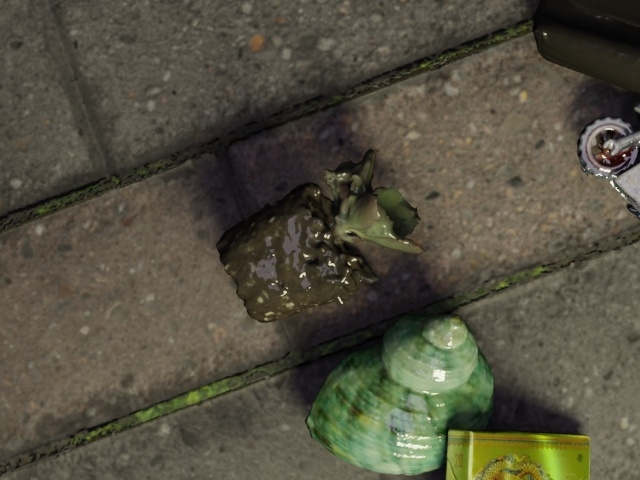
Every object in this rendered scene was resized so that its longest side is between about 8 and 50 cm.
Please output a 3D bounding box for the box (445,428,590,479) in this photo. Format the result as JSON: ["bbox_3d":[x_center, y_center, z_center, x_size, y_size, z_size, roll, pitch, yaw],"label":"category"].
[{"bbox_3d":[0.193,0.348,1.741,0.173,0.043,0.311,7,85,-37],"label":"box"}]

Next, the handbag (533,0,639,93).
[{"bbox_3d":[0.362,-0.250,1.781,0.247,0.080,0.223,22,73,18],"label":"handbag"}]

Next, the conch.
[{"bbox_3d":[0.093,0.156,1.770,0.176,0.122,0.188,24,92,-9],"label":"conch"}]

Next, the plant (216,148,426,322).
[{"bbox_3d":[0.000,0.000,1.788,0.203,0.131,0.142,-21,83,12],"label":"plant"}]

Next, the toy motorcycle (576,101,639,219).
[{"bbox_3d":[0.370,-0.061,1.793,0.122,0.080,0.215,-45,89,3],"label":"toy motorcycle"}]
